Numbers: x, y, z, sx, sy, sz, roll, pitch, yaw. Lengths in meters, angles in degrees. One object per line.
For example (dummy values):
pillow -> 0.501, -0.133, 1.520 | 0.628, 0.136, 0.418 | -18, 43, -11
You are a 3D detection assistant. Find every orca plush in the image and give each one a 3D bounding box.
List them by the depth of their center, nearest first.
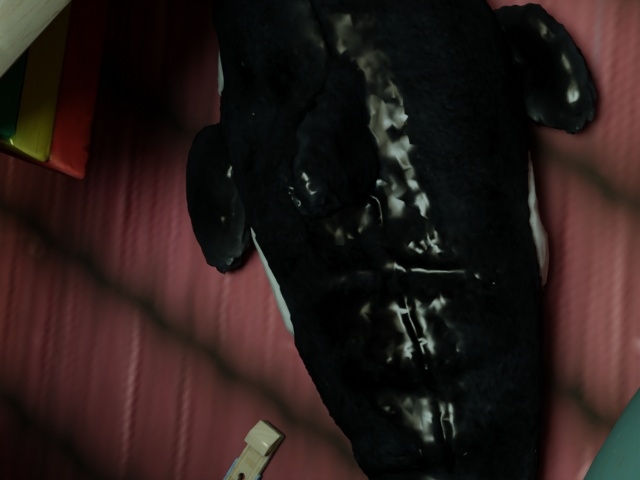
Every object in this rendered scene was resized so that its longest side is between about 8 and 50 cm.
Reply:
orca plush -> 0.000, 0.000, 0.526 | 0.151, 0.102, 0.287 | 0, 84, 28

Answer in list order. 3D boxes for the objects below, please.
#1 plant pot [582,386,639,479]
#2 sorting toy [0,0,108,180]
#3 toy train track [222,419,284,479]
plant pot -> 0.181, 0.095, 0.328 | 0.235, 0.293, 0.293 | -37, 68, 35
sorting toy -> -0.097, -0.139, 0.561 | 0.257, 0.089, 0.255 | -44, 43, 16
toy train track -> -0.040, 0.100, 0.586 | 0.048, 0.014, 0.083 | 37, 101, 26
